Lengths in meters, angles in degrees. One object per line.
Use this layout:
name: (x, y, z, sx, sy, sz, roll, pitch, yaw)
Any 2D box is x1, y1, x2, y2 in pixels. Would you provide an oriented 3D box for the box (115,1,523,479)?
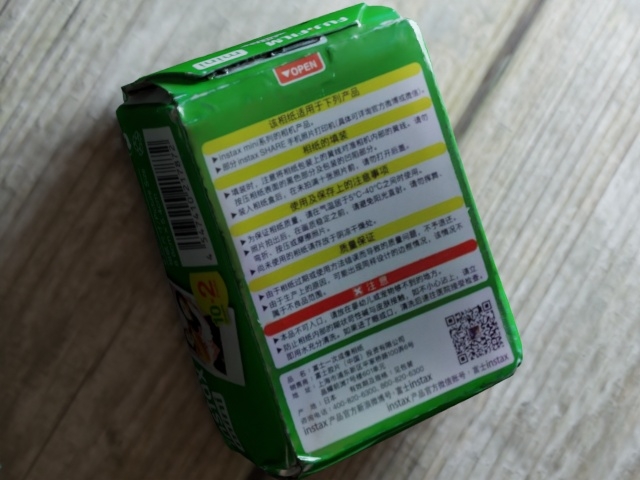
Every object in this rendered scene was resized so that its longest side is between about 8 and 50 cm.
box: (0.000, 0.000, 1.082, 0.180, 0.103, 0.250, -21, 102, -18)
